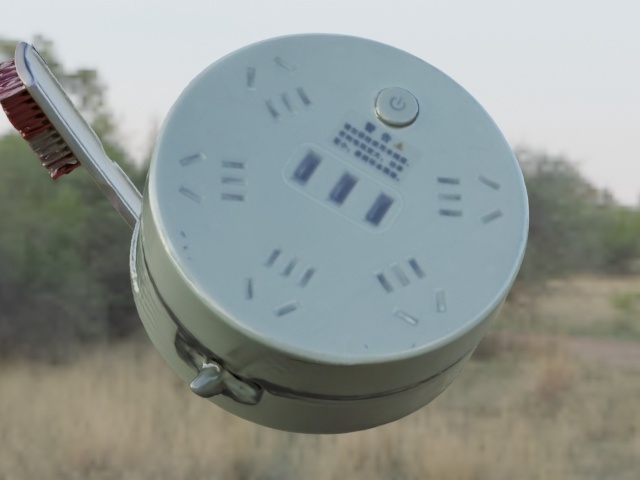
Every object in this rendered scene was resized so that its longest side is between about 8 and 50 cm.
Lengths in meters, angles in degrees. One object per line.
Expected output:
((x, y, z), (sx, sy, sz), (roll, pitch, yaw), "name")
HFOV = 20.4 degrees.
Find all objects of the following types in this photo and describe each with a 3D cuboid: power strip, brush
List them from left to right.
((-0.219, -0.065, 1.656), (0.050, 0.060, 0.321), (-23, -36, 7), "brush")
((0.000, 0.000, 1.561), (0.358, 0.357, 0.161), (0, -29, -12), "power strip")
